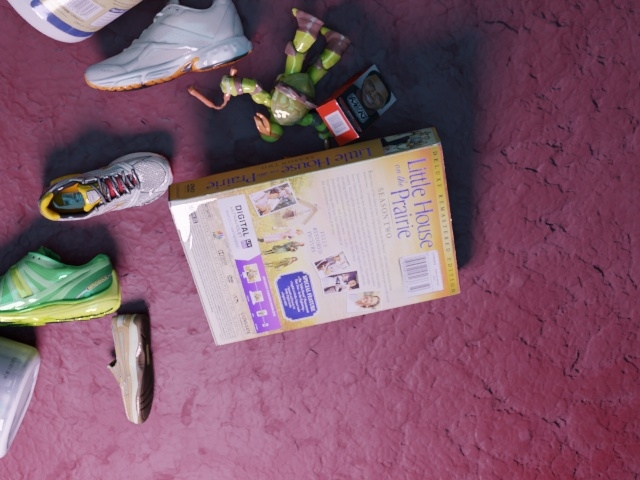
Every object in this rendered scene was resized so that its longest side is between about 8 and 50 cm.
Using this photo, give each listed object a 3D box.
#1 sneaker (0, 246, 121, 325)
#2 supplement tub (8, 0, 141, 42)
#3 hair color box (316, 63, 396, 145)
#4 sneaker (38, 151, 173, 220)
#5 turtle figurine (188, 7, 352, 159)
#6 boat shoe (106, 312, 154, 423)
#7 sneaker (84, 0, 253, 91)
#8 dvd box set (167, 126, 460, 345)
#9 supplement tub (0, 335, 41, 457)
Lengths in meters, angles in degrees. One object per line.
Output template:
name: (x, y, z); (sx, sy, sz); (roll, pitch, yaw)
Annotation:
sneaker: (-0.471, 0.076, 1.669); (0.296, 0.109, 0.123); (-4, 79, 2)
supplement tub: (-0.295, -0.449, 1.434); (0.316, 0.228, 0.228); (-28, 104, 19)
hair color box: (0.057, -0.212, 1.583); (0.043, 0.141, 0.072); (-22, 108, 40)
sneaker: (-0.341, -0.076, 1.626); (0.225, 0.093, 0.088); (-19, 104, 2)
turtle figurine: (-0.052, -0.240, 1.568); (0.269, 0.087, 0.217); (25, 94, -31)
boat shoe: (-0.325, 0.215, 1.723); (0.072, 0.068, 0.190); (1, 95, 10)
sneaker: (-0.244, -0.308, 1.580); (0.262, 0.099, 0.121); (-17, 97, -6)
dvd box set: (0.000, 0.000, 1.620); (0.420, 0.062, 0.307); (-13, 128, 1)
supplement tub: (-0.631, 0.218, 1.639); (0.316, 0.193, 0.193); (18, 103, -7)
